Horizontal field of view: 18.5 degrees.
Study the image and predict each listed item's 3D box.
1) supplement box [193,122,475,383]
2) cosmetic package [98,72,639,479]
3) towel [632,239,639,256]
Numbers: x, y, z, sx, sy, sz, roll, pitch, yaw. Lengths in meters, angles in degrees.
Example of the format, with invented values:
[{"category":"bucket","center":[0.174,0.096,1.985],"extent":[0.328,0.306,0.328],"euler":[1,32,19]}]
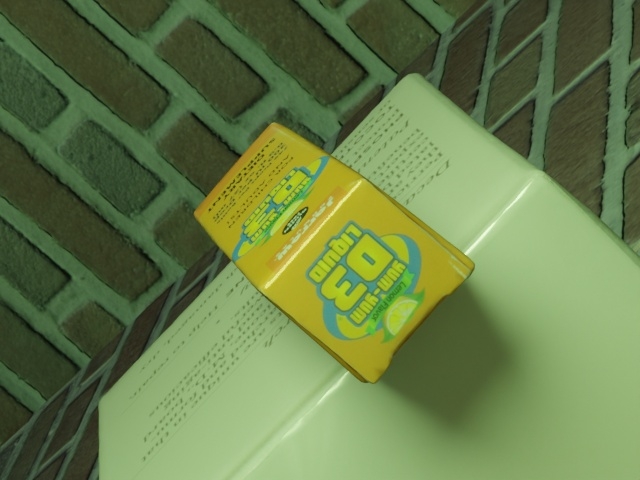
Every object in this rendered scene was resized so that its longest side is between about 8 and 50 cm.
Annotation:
[{"category":"supplement box","center":[0.000,0.000,1.003],"extent":[0.078,0.080,0.233],"euler":[-49,17,-1]},{"category":"cosmetic package","center":[0.087,0.143,1.198],"extent":[0.327,0.329,0.393],"euler":[-46,14,4]},{"category":"towel","center":[0.249,0.079,1.522],"extent":[0.285,0.034,0.209],"euler":[-50,15,-1]}]
